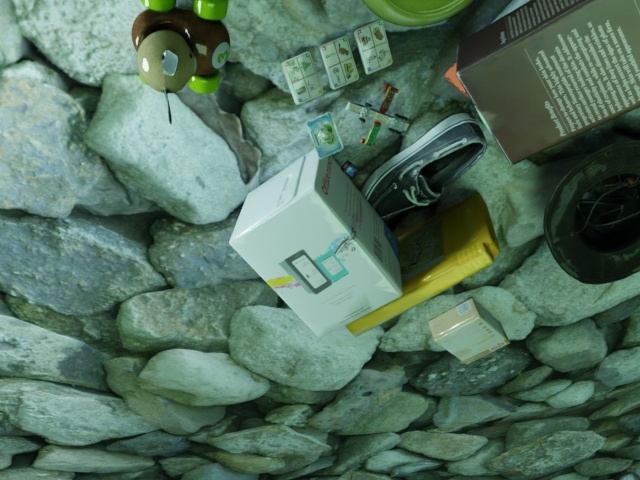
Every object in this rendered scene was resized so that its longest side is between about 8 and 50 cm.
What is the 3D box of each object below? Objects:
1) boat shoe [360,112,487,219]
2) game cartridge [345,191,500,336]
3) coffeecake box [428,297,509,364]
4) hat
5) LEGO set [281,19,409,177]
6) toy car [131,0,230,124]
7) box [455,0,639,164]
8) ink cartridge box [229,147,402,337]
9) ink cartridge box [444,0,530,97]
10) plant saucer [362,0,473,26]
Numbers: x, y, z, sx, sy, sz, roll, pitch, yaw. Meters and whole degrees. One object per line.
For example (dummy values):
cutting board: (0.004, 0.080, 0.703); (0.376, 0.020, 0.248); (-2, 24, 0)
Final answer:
boat shoe: (0.197, -0.118, 1.109); (0.301, 0.102, 0.108); (-37, 130, 25)
game cartridge: (0.202, 0.039, 1.155); (0.323, 0.285, 0.053); (-33, 104, 21)
coffeecake box: (0.411, 0.255, 1.554); (0.142, 0.068, 0.185); (-34, 131, 22)
hat: (0.611, -0.073, 1.211); (0.331, 0.134, 0.331); (-2, 117, -5)
LEGO set: (0.053, -0.238, 0.992); (0.182, 0.060, 0.244); (-25, 122, -2)
toy car: (-0.206, -0.263, 0.824); (0.148, 0.188, 0.155); (4, 134, -14)
box: (0.414, -0.290, 0.827); (0.381, 0.143, 0.191); (-25, 119, 29)
ink cartridge box: (0.000, 0.000, 1.078); (0.197, 0.198, 0.270); (-31, 114, 22)
ink cartridge box: (0.359, -0.302, 0.949); (0.189, 0.066, 0.232); (36, 118, -15)
plant saucer: (0.163, -0.428, 0.836); (0.240, 0.037, 0.241); (-5, 135, -5)
